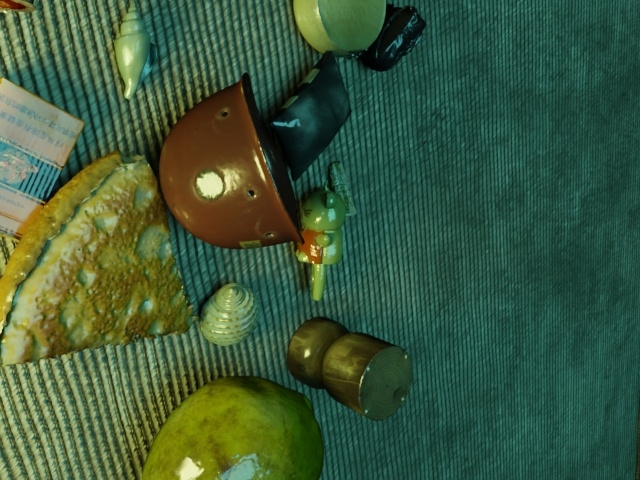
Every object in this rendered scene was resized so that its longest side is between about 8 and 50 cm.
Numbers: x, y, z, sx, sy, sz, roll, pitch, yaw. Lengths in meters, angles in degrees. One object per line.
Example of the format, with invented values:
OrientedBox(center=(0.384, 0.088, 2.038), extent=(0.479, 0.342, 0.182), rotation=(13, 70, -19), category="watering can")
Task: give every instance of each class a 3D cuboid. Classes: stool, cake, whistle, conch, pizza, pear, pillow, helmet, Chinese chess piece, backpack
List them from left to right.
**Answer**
OrientedBox(center=(-0.391, 0.089, 1.186), extent=(0.440, 0.130, 0.406), rotation=(-61, 142, -20), category="pizza")
OrientedBox(center=(-0.343, -0.352, 1.163), extent=(0.065, 0.088, 0.180), rotation=(8, 106, 2), category="conch")
OrientedBox(center=(-0.183, -0.118, 1.219), extent=(0.230, 0.385, 0.337), rotation=(-19, 89, 0), category="helmet")
OrientedBox(center=(-0.194, 0.170, 1.383), extent=(0.135, 0.102, 0.153), rotation=(-16, 111, -22), category="conch")
OrientedBox(center=(-0.179, 0.459, 1.311), extent=(0.413, 0.352, 0.352), rotation=(-16, 110, -44), category="pear")
OrientedBox(center=(-0.016, -0.275, 1.412), extent=(0.250, 0.106, 0.186), rotation=(-56, 147, -24), category="pillow")
OrientedBox(center=(0.000, 0.000, 1.497), extent=(0.106, 0.131, 0.288), rotation=(4, 101, -11), category="whistle")
OrientedBox(center=(0.044, -0.124, 1.566), extent=(0.051, 0.055, 0.140), rotation=(-16, 93, -36), category="cake")
OrientedBox(center=(0.043, -0.528, 1.426), extent=(0.238, 0.092, 0.238), rotation=(-10, 106, -40), category="Chinese chess piece")
OrientedBox(center=(0.068, 0.302, 1.524), extent=(0.179, 0.264, 0.179), rotation=(-11, 108, -39), category="stool")
OrientedBox(center=(0.172, -0.485, 1.532), extent=(0.106, 0.120, 0.165), rotation=(34, 94, -37), category="backpack")

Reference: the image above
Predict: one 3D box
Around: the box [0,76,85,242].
OrientedBox(center=(-0.518, -0.130, 1.051), extent=(0.152, 0.070, 0.237), rotation=(29, 82, -41), category="box")

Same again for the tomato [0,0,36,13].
OrientedBox(center=(-0.523, -0.429, 0.909), extent=(0.214, 0.181, 0.155), rotation=(1, 94, -45), category="tomato")
